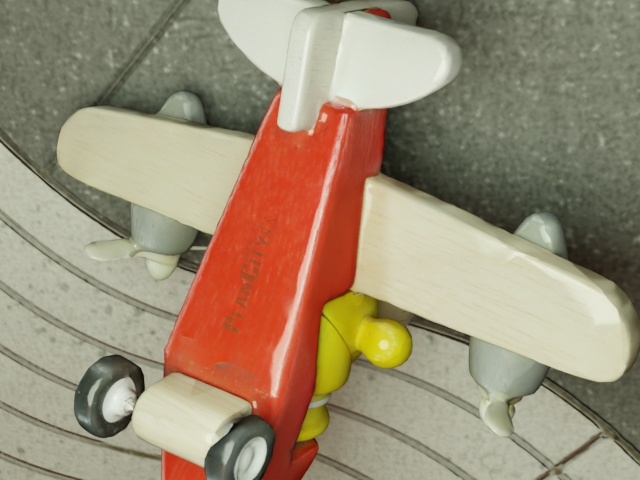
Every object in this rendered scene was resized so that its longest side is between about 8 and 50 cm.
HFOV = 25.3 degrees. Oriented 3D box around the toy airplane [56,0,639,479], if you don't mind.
[{"bbox_3d":[0.000,0.000,1.069,0.384,0.272,0.386,-29,69,20],"label":"toy airplane"}]
